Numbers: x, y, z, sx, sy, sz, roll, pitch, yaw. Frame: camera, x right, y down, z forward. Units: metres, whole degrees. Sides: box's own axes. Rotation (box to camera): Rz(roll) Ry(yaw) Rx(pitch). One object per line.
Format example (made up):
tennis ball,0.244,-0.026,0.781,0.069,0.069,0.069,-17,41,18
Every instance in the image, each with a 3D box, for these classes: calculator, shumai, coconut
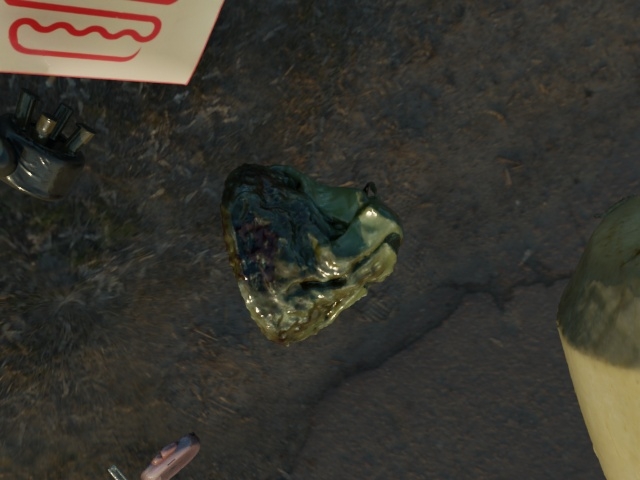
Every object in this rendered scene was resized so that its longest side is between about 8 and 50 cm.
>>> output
calculator,-0.225,0.334,1.225,0.103,0.166,0.024,-39,75,-15
shumai,0.000,0.000,1.654,0.348,0.395,0.395,-14,90,14
coconut,0.358,0.099,0.659,0.323,0.323,0.323,1,85,-18

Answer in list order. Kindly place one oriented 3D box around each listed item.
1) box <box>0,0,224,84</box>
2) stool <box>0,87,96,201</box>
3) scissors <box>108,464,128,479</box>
box,-0.265,-0.373,0.827,0.312,0.300,0.314,-5,52,-37
stool,-0.461,-0.149,1.306,0.153,0.228,0.139,32,103,-10
scissors,-0.277,0.372,1.187,0.014,0.058,0.119,-46,122,-31
